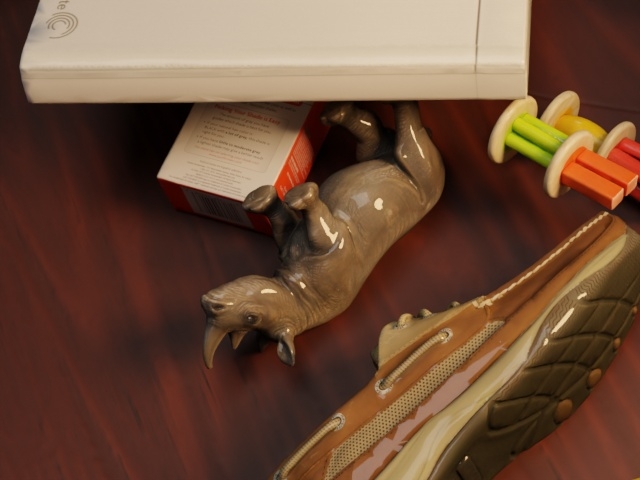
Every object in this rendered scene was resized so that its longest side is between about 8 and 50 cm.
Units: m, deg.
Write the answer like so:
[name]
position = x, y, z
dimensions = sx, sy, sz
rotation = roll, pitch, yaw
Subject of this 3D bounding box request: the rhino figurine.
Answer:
[rhino figurine]
position = 0.000, 0.000, 1.192
dimensions = 0.243, 0.106, 0.073
rotation = -49, 32, -15

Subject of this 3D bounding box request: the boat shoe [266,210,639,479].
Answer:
[boat shoe]
position = 0.083, 0.095, 1.107
dimensions = 0.324, 0.122, 0.120
rotation = -44, 58, -15

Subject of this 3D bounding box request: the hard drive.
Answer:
[hard drive]
position = -0.023, -0.192, 1.230
dimensions = 0.353, 0.047, 0.233
rotation = 0, 47, 10

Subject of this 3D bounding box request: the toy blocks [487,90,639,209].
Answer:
[toy blocks]
position = 0.206, -0.047, 1.168
dimensions = 0.148, 0.123, 0.054
rotation = 32, 114, 26

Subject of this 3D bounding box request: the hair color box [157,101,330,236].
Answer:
[hair color box]
position = -0.045, -0.093, 1.279
dimensions = 0.093, 0.053, 0.167
rotation = 16, 67, 21

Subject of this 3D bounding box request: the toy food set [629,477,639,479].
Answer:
[toy food set]
position = 0.212, 0.215, 1.048
dimensions = 0.218, 0.071, 0.128
rotation = -14, 35, 2
